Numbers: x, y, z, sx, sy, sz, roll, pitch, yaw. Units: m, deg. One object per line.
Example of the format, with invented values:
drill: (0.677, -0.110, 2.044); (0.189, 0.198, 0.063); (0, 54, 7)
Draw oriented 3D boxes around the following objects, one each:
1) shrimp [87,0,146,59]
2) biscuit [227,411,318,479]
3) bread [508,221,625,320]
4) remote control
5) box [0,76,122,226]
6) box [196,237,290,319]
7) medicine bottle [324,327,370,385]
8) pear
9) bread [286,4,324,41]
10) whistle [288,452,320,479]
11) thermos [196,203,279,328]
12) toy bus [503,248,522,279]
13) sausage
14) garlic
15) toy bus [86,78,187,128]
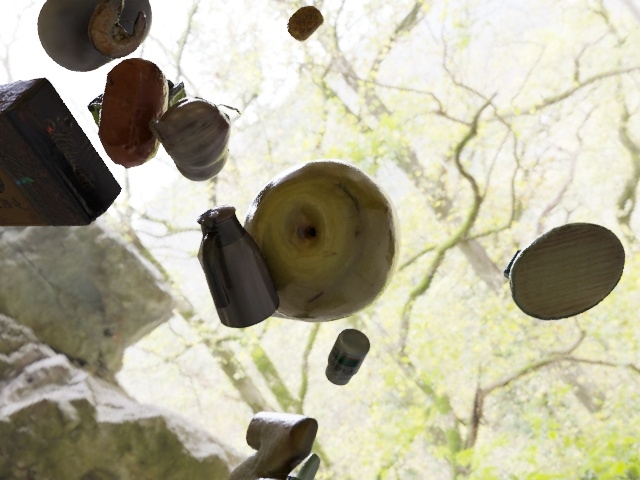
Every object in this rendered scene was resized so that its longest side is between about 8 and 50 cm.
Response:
shrimp: (-0.503, -0.581, 1.904); (0.052, 0.143, 0.251); (24, 93, 46)
biscuit: (-0.116, 0.490, 1.649); (0.290, 0.062, 0.237); (-16, 48, 61)
bread: (0.532, 0.066, 1.624); (0.267, 0.267, 0.040); (-42, 32, 20)
remote control: (-0.613, -0.599, 2.053); (0.332, 0.221, 0.103); (-35, 27, -21)
box: (-0.604, -0.155, 1.417); (0.415, 0.264, 0.116); (2, 43, 33)
box: (-0.154, 0.082, 1.774); (0.330, 0.210, 0.095); (85, -166, -63)
medicine bottle: (0.059, 0.269, 1.715); (0.080, 0.080, 0.130); (-45, -17, -48)
pear: (0.000, 0.000, 1.355); (0.309, 0.309, 0.309); (-43, 2, 2)
bread: (-0.044, -0.599, 2.063); (0.110, 0.083, 0.044); (-44, -12, -10)
whistle: (-0.067, 0.617, 1.785); (0.092, 0.110, 0.244); (0, 45, 36)
thermos: (-0.144, 0.042, 1.192); (0.105, 0.193, 0.137); (-5, 28, 18)
toy bus: (0.517, 0.064, 1.973); (0.083, 0.038, 0.046); (-55, -27, -8)
sausage: (-0.453, -0.307, 1.815); (0.141, 0.153, 0.268); (6, -87, -76)
garlic: (-0.297, -0.260, 1.752); (0.207, 0.207, 0.257); (-41, 15, 32)
toy bus: (-0.507, -0.361, 2.116); (0.262, 0.150, 0.128); (-3, 31, 18)
